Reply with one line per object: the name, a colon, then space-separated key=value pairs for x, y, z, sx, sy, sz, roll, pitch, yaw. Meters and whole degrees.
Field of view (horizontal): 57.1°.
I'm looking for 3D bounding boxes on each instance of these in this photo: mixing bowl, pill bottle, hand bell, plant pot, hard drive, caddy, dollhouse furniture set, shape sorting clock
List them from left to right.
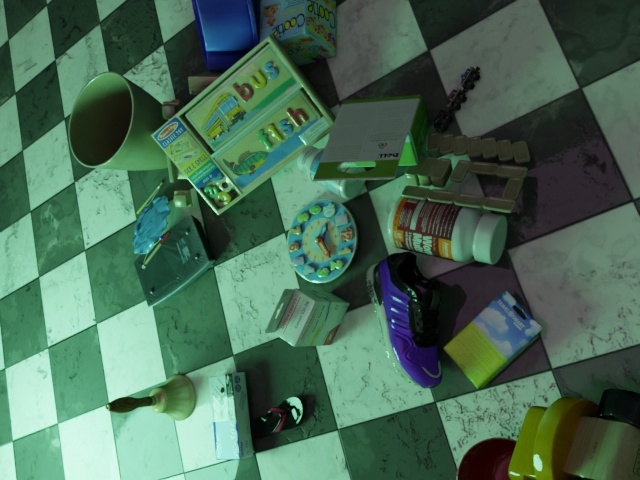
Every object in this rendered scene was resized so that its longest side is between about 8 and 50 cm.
plant pot: x=-0.503 y=-0.299 z=1.638 sx=0.257 sy=0.274 sz=0.256 roll=-5 pitch=81 yaw=31
hand bell: x=-0.453 y=0.419 z=1.520 sx=0.126 sy=0.242 sz=0.126 roll=-5 pitch=81 yaw=31
hard drive: x=-0.410 y=0.062 z=1.657 sx=0.255 sy=0.054 sz=0.172 roll=-35 pitch=66 yaw=22
dollhouse furniture set: x=-0.251 y=-0.278 z=1.612 sx=0.303 sy=0.174 sz=0.355 roll=2 pitch=113 yaw=8
caddy: x=-0.235 y=-0.605 z=1.525 sx=0.179 sy=0.241 sz=0.341 roll=-12 pitch=82 yaw=-11
shape sorting clock: x=0.000 y=0.000 z=1.422 sx=0.206 sy=0.040 sz=0.206 roll=-5 pitch=80 yaw=31
pill bottle: x=0.024 y=-0.168 z=1.405 sx=0.160 sy=0.087 sz=0.087 roll=32 pitch=100 yaw=31
pill bottle: x=0.261 y=-0.022 z=1.217 sx=0.221 sy=0.121 sz=0.121 roll=14 pitch=90 yaw=33
mixing bowl: x=0.359 y=0.454 z=1.100 sx=0.181 sy=0.098 sz=0.181 roll=-5 pitch=81 yaw=31

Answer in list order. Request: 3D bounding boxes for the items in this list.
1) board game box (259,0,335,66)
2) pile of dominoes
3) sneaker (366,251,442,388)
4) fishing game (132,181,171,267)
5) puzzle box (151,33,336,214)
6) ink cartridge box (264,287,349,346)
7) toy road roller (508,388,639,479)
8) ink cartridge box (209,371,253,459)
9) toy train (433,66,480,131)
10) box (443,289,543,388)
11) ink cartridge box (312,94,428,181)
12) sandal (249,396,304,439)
board game box: x=-0.054 y=-0.604 z=1.485 sx=0.144 sy=0.142 sz=0.275 roll=-4 pitch=80 yaw=32
pile of dominoes: x=0.306 y=-0.139 z=1.229 sx=0.251 sy=0.040 sz=0.196 roll=12 pitch=57 yaw=32
sneaker: x=0.198 y=0.154 z=1.218 sx=0.146 sy=0.102 sz=0.293 roll=-39 pitch=64 yaw=42
fishing game: x=-0.482 y=-0.040 z=1.695 sx=0.189 sy=0.041 sz=0.264 roll=-49 pitch=39 yaw=16
puzzle box: x=-0.192 y=-0.281 z=1.478 sx=0.409 sy=0.052 sz=0.272 roll=-34 pitch=103 yaw=20
ink cartridge box: x=-0.027 y=0.174 z=1.320 sx=0.067 sy=0.198 sz=0.115 roll=28 pitch=98 yaw=32
toy road roller: x=0.468 y=0.379 z=0.951 sx=0.241 sy=0.329 sz=0.202 roll=-13 pitch=44 yaw=60
ink cartridge box: x=-0.227 y=0.443 z=1.484 sx=0.097 sy=0.046 sz=0.207 roll=-19 pitch=73 yaw=39
toy train: x=0.299 y=-0.313 z=1.294 sx=0.036 sy=0.027 sz=0.158 roll=41 pitch=104 yaw=40
box: x=0.347 y=0.197 z=1.178 sx=0.178 sy=0.042 sz=0.109 roll=-48 pitch=63 yaw=16
ink cartridge box: x=0.112 y=-0.192 z=1.268 sx=0.189 sy=0.097 sz=0.255 roll=2 pitch=52 yaw=26
sandal: x=-0.110 y=0.436 z=1.425 sx=0.179 sy=0.040 sz=0.067 roll=-34 pitch=65 yaw=23
